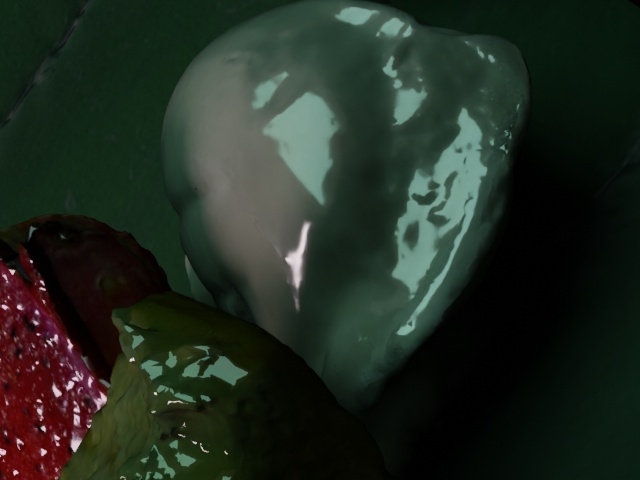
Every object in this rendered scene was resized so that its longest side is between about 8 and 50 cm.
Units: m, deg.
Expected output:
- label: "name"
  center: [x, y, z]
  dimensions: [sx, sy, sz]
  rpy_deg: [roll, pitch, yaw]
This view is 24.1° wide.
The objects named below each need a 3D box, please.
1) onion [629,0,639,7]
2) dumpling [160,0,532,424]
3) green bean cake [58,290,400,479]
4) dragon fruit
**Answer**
- label: "onion"
  center: [0.188, -0.225, 0.634]
  dimensions: [0.281, 0.221, 0.281]
  rpy_deg: [-49, 24, 31]
- label: "dumpling"
  center: [0.006, 0.000, 0.737]
  dimensions: [0.175, 0.243, 0.227]
  rpy_deg: [1, 82, 2]
- label: "green bean cake"
  center: [-0.073, 0.164, 0.597]
  dimensions: [0.236, 0.233, 0.124]
  rpy_deg: [-46, 36, -19]
- label: "dragon fruit"
  center: [-0.111, 0.095, 0.761]
  dimensions: [0.189, 0.163, 0.261]
  rpy_deg: [-69, -4, -52]
